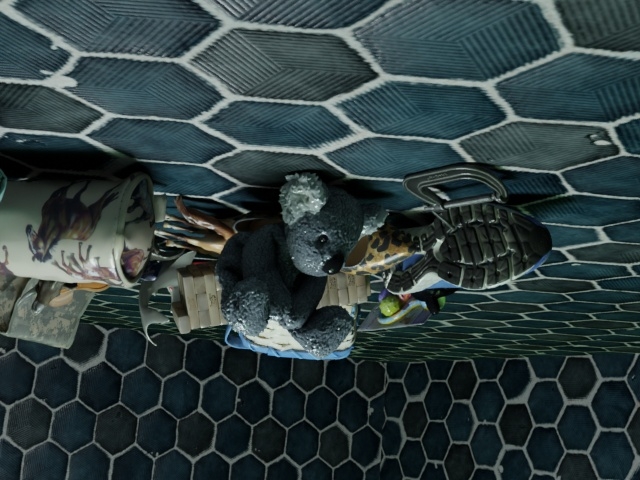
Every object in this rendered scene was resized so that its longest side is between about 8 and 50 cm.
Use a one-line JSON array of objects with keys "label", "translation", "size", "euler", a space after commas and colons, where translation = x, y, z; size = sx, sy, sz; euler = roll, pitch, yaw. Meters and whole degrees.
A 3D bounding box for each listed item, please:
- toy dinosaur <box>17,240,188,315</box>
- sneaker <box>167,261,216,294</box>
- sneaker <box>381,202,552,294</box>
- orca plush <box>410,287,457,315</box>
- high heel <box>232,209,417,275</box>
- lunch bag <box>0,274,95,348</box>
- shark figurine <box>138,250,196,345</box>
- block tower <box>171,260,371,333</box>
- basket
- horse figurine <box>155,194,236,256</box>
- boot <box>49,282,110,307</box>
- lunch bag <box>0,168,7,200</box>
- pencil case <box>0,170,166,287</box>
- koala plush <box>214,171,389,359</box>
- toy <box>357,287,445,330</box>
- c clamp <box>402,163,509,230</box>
[{"label": "toy dinosaur", "translation": [-0.395, 0.023, 1.644], "size": [0.313, 0.121, 0.160], "euler": [-26, -172, -38]}, {"label": "sneaker", "translation": [-0.188, 0.097, 1.907], "size": [0.278, 0.107, 0.118], "euler": [4, 159, -9]}, {"label": "sneaker", "translation": [0.229, 0.010, 1.350], "size": [0.147, 0.130, 0.330], "euler": [-5, 178, -30]}, {"label": "orca plush", "translation": [0.241, 0.093, 1.712], "size": [0.151, 0.102, 0.287], "euler": [11, 166, -30]}, {"label": "high heel", "translation": [0.000, 0.000, 1.370], "size": [0.261, 0.093, 0.186], "euler": [6, 178, 42]}, {"label": "lunch bag", "translation": [-0.657, 0.094, 1.872], "size": [0.287, 0.169, 0.235], "euler": [21, 173, 21]}, {"label": "shark figurine", "translation": [-0.279, 0.070, 1.712], "size": [0.116, 0.166, 0.278], "euler": [-40, 178, 25]}, {"label": "block tower", "translation": [-0.081, 0.073, 1.516], "size": [0.335, 0.097, 0.091], "euler": [-10, -167, -14]}, {"label": "basket", "translation": [-0.040, 0.139, 1.728], "size": [0.254, 0.201, 0.289], "euler": [7, 140, -11]}, {"label": "horse figurine", "translation": [-0.180, -0.009, 1.484], "size": [0.174, 0.066, 0.263], "euler": [10, 170, 1]}, {"label": "boot", "translation": [-0.453, 0.038, 1.768], "size": [0.073, 0.197, 0.152], "euler": [36, 135, 15]}, {"label": "lunch bag", "translation": [-0.498, -0.082, 1.038], "size": [0.262, 0.160, 0.223], "euler": [16, 164, -23]}, {"label": "pencil case", "translation": [-0.430, -0.023, 1.274], "size": [0.410, 0.160, 0.183], "euler": [2, -175, 11]}, {"label": "koala plush", "translation": [-0.023, 0.009, 1.259], "size": [0.196, 0.203, 0.221], "euler": [21, 118, -35]}, {"label": "toy", "translation": [0.173, 0.126, 1.940], "size": [0.237, 0.137, 0.056], "euler": [-9, 122, 55]}, {"label": "c clamp", "translation": [0.182, -0.062, 1.178], "size": [0.137, 0.022, 0.160], "euler": [29, 156, -29]}]
